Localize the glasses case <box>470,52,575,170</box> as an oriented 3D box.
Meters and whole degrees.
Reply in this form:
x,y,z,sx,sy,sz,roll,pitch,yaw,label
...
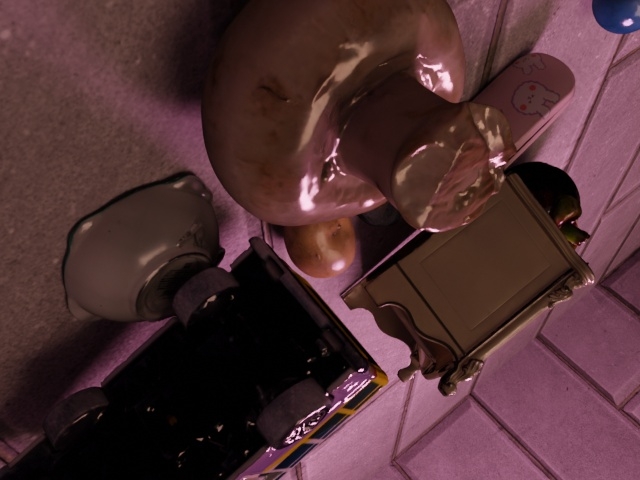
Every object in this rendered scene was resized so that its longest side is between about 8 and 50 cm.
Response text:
x,y,z,sx,sy,sz,roll,pitch,yaw,label
0.291,-0.188,1.087,0.297,0.113,0.075,-45,155,-1,glasses case

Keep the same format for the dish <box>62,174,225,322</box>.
x,y,z,sx,sy,sz,roll,pitch,yaw,label
-0.182,0.036,0.783,0.224,0.078,0.246,-50,153,7,dish

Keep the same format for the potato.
x,y,z,sx,sy,sz,roll,pitch,yaw,label
-0.002,-0.001,0.953,0.112,0.112,0.147,-40,145,-10,potato

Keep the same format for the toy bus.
x,y,z,sx,sy,sz,roll,pitch,yaw,label
-0.149,0.233,0.812,0.440,0.209,0.249,-42,157,0,toy bus

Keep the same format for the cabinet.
x,y,z,sx,sy,sz,roll,pitch,yaw,label
0.239,0.085,1.163,0.318,0.227,0.290,-38,179,-11,cabinet

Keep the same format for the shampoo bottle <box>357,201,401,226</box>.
x,y,z,sx,sy,sz,roll,pitch,yaw,label
0.072,-0.076,0.995,0.234,0.049,0.087,38,67,-62,shampoo bottle

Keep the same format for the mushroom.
x,y,z,sx,sy,sz,roll,pitch,yaw,label
0.043,-0.115,0.654,0.298,0.290,0.297,-32,149,-22,mushroom

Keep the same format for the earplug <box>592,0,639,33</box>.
x,y,z,sx,sy,sz,roll,pitch,yaw,label
0.571,-0.459,1.096,0.273,0.132,0.132,-45,153,7,earplug

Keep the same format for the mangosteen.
x,y,z,sx,sy,sz,roll,pitch,yaw,label
0.450,-0.050,1.385,0.216,0.216,0.216,-33,150,-22,mangosteen
